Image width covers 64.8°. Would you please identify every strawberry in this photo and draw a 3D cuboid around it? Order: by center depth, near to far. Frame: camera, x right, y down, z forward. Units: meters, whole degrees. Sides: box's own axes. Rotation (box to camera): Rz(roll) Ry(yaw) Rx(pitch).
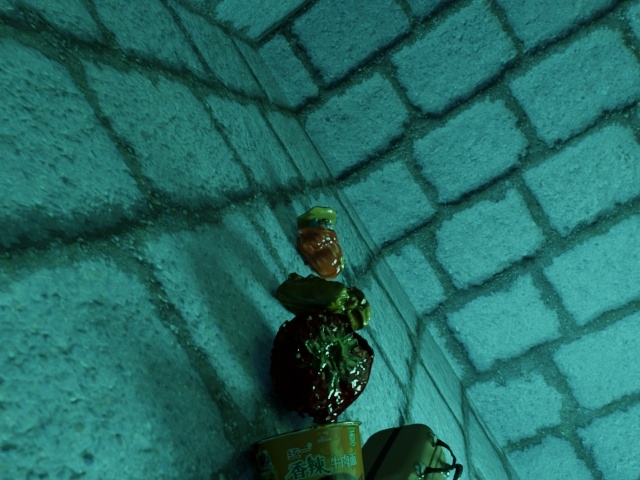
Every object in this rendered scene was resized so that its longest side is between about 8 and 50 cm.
[{"bbox_3d":[-0.009,0.318,1.266,0.274,0.220,0.274,8,71,-23],"label":"strawberry"}]

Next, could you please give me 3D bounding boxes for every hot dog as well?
[{"bbox_3d":[0.007,0.162,1.422,0.158,0.117,0.349,46,-25,-24],"label":"hot dog"}]

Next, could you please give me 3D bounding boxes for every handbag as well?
[{"bbox_3d":[0.210,0.574,1.234,0.302,0.283,0.149,-18,86,-62],"label":"handbag"}]

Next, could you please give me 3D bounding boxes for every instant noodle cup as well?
[{"bbox_3d":[-0.012,0.468,0.979,0.230,0.230,0.182,32,40,-57],"label":"instant noodle cup"}]

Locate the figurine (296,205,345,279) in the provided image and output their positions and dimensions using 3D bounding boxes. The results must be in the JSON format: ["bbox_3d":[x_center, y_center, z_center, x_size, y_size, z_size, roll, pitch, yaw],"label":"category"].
[{"bbox_3d":[-0.006,0.006,1.907,0.208,0.181,0.257,99,-16,-45],"label":"figurine"}]

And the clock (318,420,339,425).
[{"bbox_3d":[0.031,0.509,1.305,0.108,0.045,0.147,51,17,-26],"label":"clock"}]
